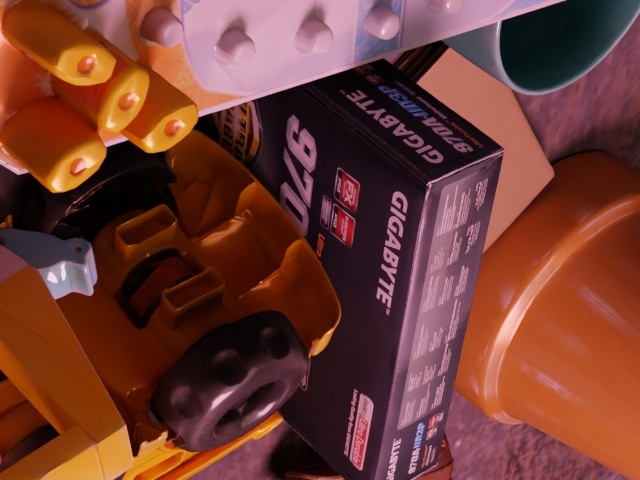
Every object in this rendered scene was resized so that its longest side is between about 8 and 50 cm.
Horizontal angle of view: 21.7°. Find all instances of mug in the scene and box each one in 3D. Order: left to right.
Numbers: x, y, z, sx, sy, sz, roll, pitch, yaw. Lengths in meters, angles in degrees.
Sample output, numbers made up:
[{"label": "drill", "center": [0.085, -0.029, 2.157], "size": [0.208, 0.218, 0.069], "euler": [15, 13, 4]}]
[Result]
[{"label": "mug", "center": [0.103, -0.164, 0.874], "size": [0.129, 0.097, 0.157], "euler": [-37, 145, -18]}]

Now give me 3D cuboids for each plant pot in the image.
[{"label": "plant pot", "center": [0.213, 0.073, 1.161], "size": [0.205, 0.188, 0.205], "euler": [-31, 143, -27]}]

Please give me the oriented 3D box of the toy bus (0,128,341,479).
[{"label": "toy bus", "center": [-0.122, 0.077, 0.832], "size": [0.220, 0.149, 0.211], "euler": [-28, 158, -27]}]

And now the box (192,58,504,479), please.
[{"label": "box", "center": [0.000, 0.000, 0.846], "size": [0.051, 0.175, 0.220], "euler": [-26, 141, -32]}]

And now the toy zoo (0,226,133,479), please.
[{"label": "toy zoo", "center": [-0.211, 0.077, 0.657], "size": [0.293, 0.192, 0.030], "euler": [-32, 143, -24]}]

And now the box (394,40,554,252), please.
[{"label": "box", "center": [0.061, -0.031, 1.031], "size": [0.164, 0.021, 0.201], "euler": [-47, 148, -4]}]

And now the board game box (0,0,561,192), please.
[{"label": "board game box", "center": [0.044, -0.234, 0.637], "size": [0.390, 0.050, 0.390], "euler": [-21, 132, -32]}]

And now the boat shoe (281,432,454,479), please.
[{"label": "boat shoe", "center": [0.032, 0.157, 1.160], "size": [0.178, 0.064, 0.060], "euler": [2, 91, -53]}]
